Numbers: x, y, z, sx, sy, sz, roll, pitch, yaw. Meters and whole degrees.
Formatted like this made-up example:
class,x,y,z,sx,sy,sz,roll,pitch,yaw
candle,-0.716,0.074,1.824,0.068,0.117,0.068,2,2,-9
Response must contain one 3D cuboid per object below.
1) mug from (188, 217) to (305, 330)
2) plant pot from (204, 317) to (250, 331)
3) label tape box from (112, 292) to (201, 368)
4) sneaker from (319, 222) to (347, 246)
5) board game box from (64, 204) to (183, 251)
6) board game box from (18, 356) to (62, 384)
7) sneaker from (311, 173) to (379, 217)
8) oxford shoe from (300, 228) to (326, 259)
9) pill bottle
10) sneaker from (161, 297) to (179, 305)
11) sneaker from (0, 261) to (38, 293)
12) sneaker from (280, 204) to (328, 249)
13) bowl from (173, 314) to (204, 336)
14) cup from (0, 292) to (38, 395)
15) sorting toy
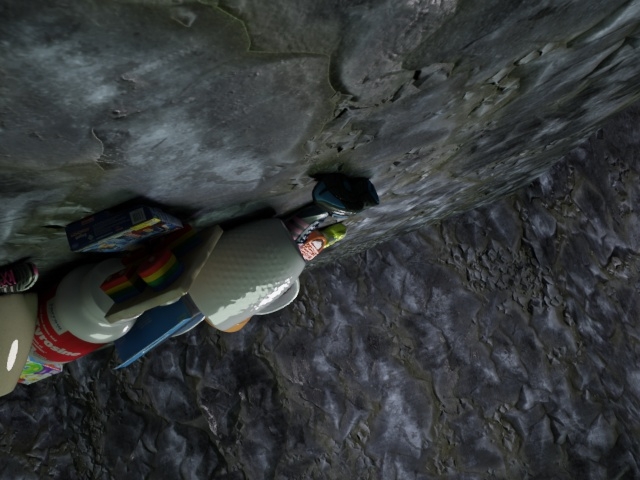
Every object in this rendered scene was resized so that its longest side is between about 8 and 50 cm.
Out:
class,x,y,z,sx,sy,sz,roll,pitch,yaw
mug,-0.209,0.112,1.505,0.328,0.276,0.374,-30,134,1
plant pot,-0.391,0.232,2.086,0.203,0.291,0.290,-42,162,25
label tape box,-0.504,0.256,1.469,0.249,0.115,0.348,-36,178,-1
sneaker,0.000,0.000,2.063,0.240,0.091,0.126,-18,172,-20
board game box,-0.426,-0.026,1.061,0.194,0.060,0.194,-21,172,4
board game box,-0.956,0.328,1.445,0.142,0.144,0.275,-22,147,9
sneaker,0.058,-0.111,1.393,0.139,0.125,0.340,-27,169,27
oxford shoe,-0.147,0.060,1.739,0.363,0.133,0.130,-37,147,9
pill bottle,-0.671,0.200,1.335,0.407,0.229,0.229,-26,169,33
sneaker,-0.466,0.080,1.423,0.105,0.123,0.290,-20,-158,-9
sneaker,-0.741,0.096,1.083,0.170,0.063,0.075,-17,178,10
sneaker,-0.065,-0.029,1.603,0.318,0.131,0.112,-25,170,26
bowl,-0.537,0.201,1.750,0.297,0.298,0.134,-22,128,13
cup,-0.864,0.273,1.139,0.330,0.237,0.331,-10,178,0
sorting toy,-0.404,0.055,1.162,0.255,0.089,0.257,-21,-152,24
